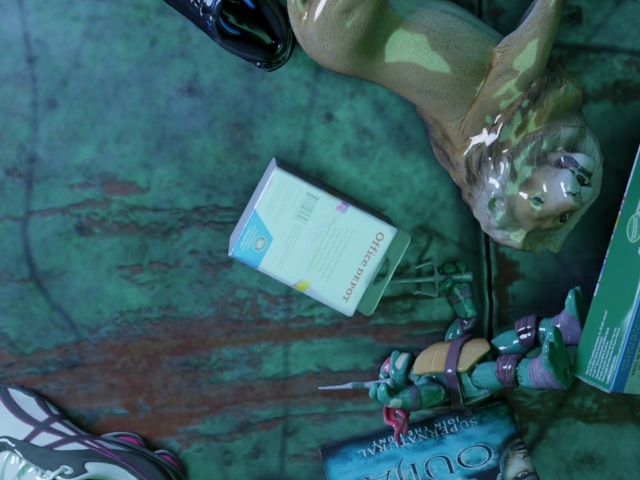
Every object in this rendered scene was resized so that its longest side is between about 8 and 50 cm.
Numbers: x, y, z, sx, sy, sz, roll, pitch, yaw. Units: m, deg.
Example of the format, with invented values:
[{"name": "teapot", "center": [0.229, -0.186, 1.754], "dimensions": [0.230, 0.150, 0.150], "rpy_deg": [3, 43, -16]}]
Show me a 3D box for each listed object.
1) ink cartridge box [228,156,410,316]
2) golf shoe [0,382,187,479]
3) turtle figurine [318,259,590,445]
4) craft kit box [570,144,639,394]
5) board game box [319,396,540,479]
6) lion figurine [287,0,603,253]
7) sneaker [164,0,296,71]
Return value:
[{"name": "ink cartridge box", "center": [0.000, 0.000, 1.696], "dimensions": [0.143, 0.090, 0.092], "rpy_deg": [28, 96, -7]}, {"name": "golf shoe", "center": [-0.254, 0.203, 1.702], "dimensions": [0.272, 0.120, 0.105], "rpy_deg": [15, 100, -4]}, {"name": "turtle figurine", "center": [0.125, 0.101, 1.703], "dimensions": [0.234, 0.175, 0.118], "rpy_deg": [-9, 134, 29]}, {"name": "craft kit box", "center": [0.352, 0.020, 1.669], "dimensions": [0.246, 0.061, 0.250], "rpy_deg": [10, 100, -40]}, {"name": "board game box", "center": [0.100, 0.215, 1.719], "dimensions": [0.186, 0.126, 0.026], "rpy_deg": [-17, 125, -1]}, {"name": "lion figurine", "center": [0.097, -0.169, 1.650], "dimensions": [0.392, 0.142, 0.240], "rpy_deg": [29, 94, -6]}, {"name": "sneaker", "center": [-0.106, -0.233, 1.638], "dimensions": [0.217, 0.121, 0.079], "rpy_deg": [36, 95, -8]}]
